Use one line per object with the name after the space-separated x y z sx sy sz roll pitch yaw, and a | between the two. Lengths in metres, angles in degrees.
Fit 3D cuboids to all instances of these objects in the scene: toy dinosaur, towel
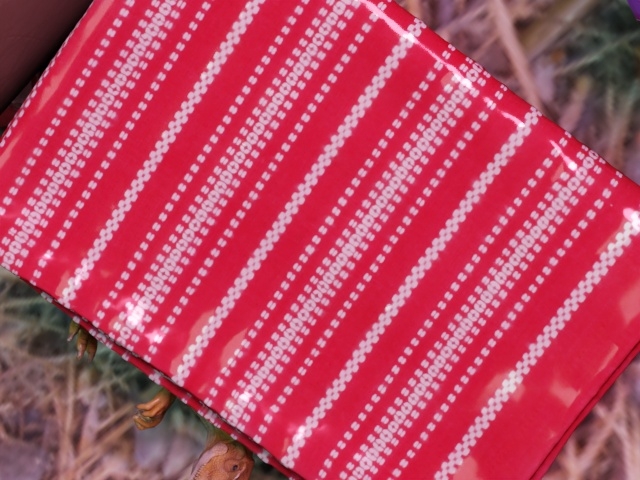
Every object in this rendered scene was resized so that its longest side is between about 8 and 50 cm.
-0.057 0.025 0.761 0.112 0.064 0.211 -2 72 13 | toy dinosaur
0.000 0.000 0.661 0.275 0.031 0.199 36 105 -2 | towel

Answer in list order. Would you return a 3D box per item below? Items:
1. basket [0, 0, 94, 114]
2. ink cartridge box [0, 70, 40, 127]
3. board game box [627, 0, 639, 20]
-0.169 -0.160 0.731 0.204 0.154 0.227 35 58 15 | basket
-0.272 -0.124 0.884 0.218 0.092 0.158 -15 76 31 | ink cartridge box
0.261 -0.146 0.425 0.233 0.078 0.347 -46 31 -15 | board game box
